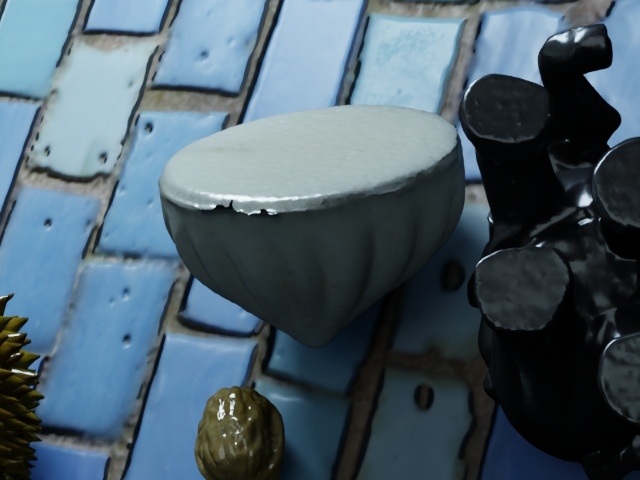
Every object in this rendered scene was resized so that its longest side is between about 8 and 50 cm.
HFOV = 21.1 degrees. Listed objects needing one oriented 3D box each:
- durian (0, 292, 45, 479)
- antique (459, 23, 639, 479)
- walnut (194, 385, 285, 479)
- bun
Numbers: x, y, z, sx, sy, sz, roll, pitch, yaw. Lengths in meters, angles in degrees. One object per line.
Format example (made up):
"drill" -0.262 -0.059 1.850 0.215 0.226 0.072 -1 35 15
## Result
"durian" -0.420 0.137 1.508 0.384 0.347 0.348 36 83 3
"antique" 0.195 0.026 1.294 0.185 0.255 0.322 -6 70 10
"walnut" -0.068 0.172 1.448 0.082 0.079 0.096 -16 52 14
"bun" 0.000 0.000 1.447 0.263 0.175 0.263 -7 22 3
